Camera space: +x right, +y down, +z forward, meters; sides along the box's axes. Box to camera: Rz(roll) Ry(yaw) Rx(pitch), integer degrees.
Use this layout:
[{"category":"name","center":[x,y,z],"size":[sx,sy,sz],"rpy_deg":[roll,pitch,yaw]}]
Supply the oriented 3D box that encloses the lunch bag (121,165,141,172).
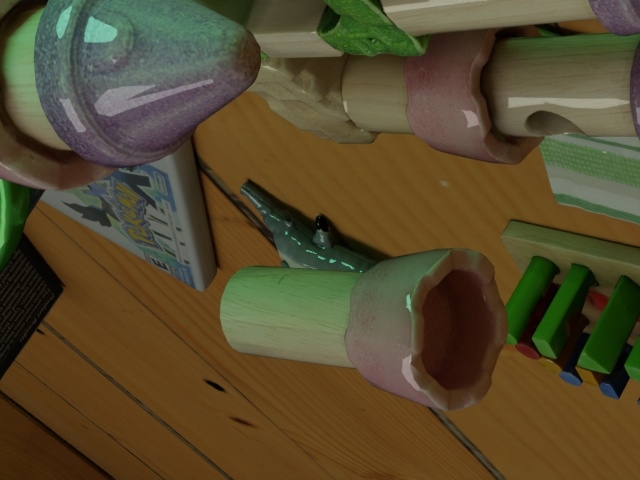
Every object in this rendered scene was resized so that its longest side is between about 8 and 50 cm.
[{"category":"lunch bag","center":[-0.154,-0.104,1.046],"size":[0.053,0.071,0.083],"rpy_deg":[22,158,24]}]

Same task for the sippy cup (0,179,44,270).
[{"category":"sippy cup","center":[-0.299,-0.092,1.006],"size":[0.305,0.224,0.240],"rpy_deg":[-9,112,19]}]

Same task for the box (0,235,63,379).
[{"category":"box","center":[-0.580,0.007,1.743],"size":[0.293,0.212,0.395],"rpy_deg":[24,157,23]}]

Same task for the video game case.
[{"category":"video game case","center":[-0.246,-0.088,1.275],"size":[0.300,0.036,0.329],"rpy_deg":[29,160,12]}]

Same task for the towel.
[{"category":"towel","center":[0.175,-0.060,0.736],"size":[0.113,0.023,0.152],"rpy_deg":[18,153,31]}]

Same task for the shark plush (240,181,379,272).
[{"category":"shark plush","center":[0.000,0.000,1.131],"size":[0.161,0.073,0.067],"rpy_deg":[50,143,14]}]

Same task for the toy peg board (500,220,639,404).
[{"category":"toy peg board","center":[0.208,0.077,0.910],"size":[0.161,0.079,0.160],"rpy_deg":[15,154,41]}]

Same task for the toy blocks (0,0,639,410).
[{"category":"toy blocks","center":[0.032,-0.118,0.456],"size":[0.260,0.309,0.288],"rpy_deg":[2,160,41]}]
